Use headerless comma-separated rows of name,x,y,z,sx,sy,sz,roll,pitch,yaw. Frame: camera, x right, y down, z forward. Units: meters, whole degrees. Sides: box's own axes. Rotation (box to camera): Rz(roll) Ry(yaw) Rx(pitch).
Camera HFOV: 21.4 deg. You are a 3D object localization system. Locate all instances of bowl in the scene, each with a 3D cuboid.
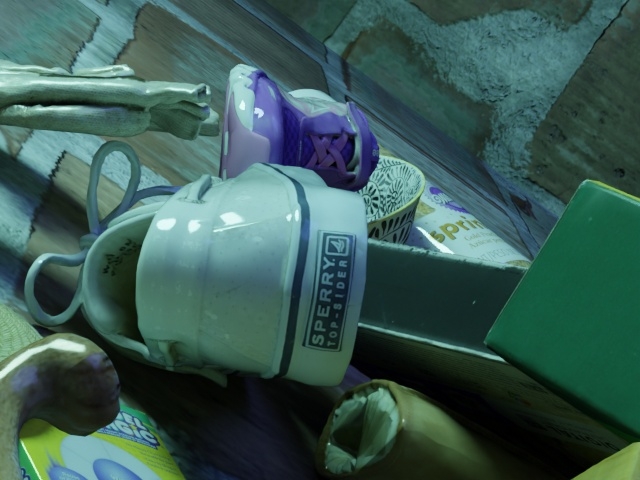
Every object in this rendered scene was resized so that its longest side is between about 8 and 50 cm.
bowl,0.000,0.000,1.281,0.170,0.170,0.080,-114,-166,-66

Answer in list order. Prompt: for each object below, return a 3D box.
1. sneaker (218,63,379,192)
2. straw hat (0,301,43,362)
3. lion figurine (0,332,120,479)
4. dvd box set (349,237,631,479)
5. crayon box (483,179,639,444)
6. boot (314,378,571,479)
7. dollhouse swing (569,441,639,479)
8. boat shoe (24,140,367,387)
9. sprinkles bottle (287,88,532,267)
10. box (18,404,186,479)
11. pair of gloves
sneaker,-0.012,-0.066,1.176,0.104,0.095,0.236,9,3,5
straw hat,-0.174,0.017,0.704,0.144,0.061,0.144,14,23,-6
lion figurine,-0.049,0.181,0.418,0.392,0.142,0.240,28,36,27
dvd box set,0.193,0.136,1.090,0.420,0.062,0.307,36,-13,-28
crayon box,0.300,0.131,0.770,0.363,0.106,0.313,31,1,-34
boot,0.147,0.172,0.958,0.269,0.089,0.236,31,-18,-13
dollhouse swing,0.161,0.317,0.666,0.347,0.305,0.315,37,-30,-1
boat shoe,-0.081,0.018,0.931,0.156,0.136,0.367,8,2,-9
sprinkles bottle,0.075,0.015,1.373,0.355,0.121,0.121,41,12,33
box,-0.097,0.113,0.721,0.105,0.043,0.179,26,14,-42
pair of gloves,-0.163,-0.090,1.034,0.204,0.042,0.240,6,4,-2
